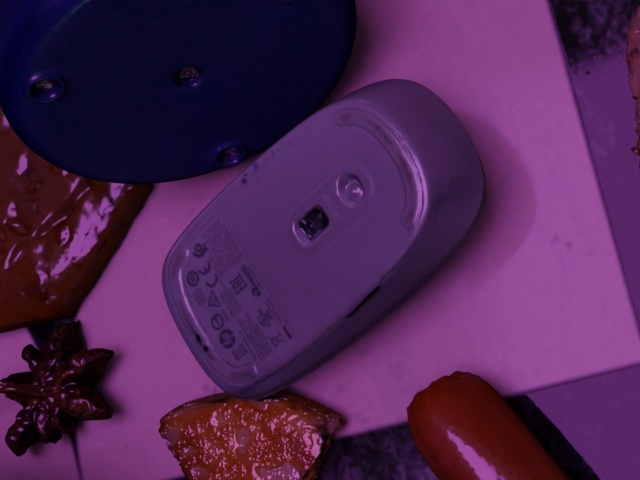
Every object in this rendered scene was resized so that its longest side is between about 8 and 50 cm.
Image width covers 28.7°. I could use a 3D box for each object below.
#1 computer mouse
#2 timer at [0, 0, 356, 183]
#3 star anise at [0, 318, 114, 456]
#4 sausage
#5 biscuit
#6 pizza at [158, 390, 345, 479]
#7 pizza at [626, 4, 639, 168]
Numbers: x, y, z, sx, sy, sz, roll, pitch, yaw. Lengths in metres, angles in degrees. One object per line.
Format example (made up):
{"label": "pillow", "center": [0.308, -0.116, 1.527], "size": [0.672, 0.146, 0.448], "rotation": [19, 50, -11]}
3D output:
{"label": "computer mouse", "center": [0.004, -0.001, 0.963], "size": [0.288, 0.097, 0.159], "rotation": [-42, 71, 28]}
{"label": "timer", "center": [-0.155, -0.266, 1.001], "size": [0.270, 0.270, 0.383], "rotation": [-33, 58, 19]}
{"label": "star anise", "center": [-0.261, 0.137, 1.088], "size": [0.191, 0.070, 0.097], "rotation": [-27, 77, 23]}
{"label": "sausage", "center": [0.140, 0.181, 0.894], "size": [0.076, 0.076, 0.197], "rotation": [-45, 71, 15]}
{"label": "biscuit", "center": [-0.308, -0.083, 1.142], "size": [0.359, 0.046, 0.359], "rotation": [-2, 85, 26]}
{"label": "pizza", "center": [-0.056, 0.169, 1.006], "size": [0.160, 0.036, 0.099], "rotation": [-4, 83, 25]}
{"label": "pizza", "center": [0.296, -0.119, 0.851], "size": [0.189, 0.071, 0.297], "rotation": [40, 102, 22]}
